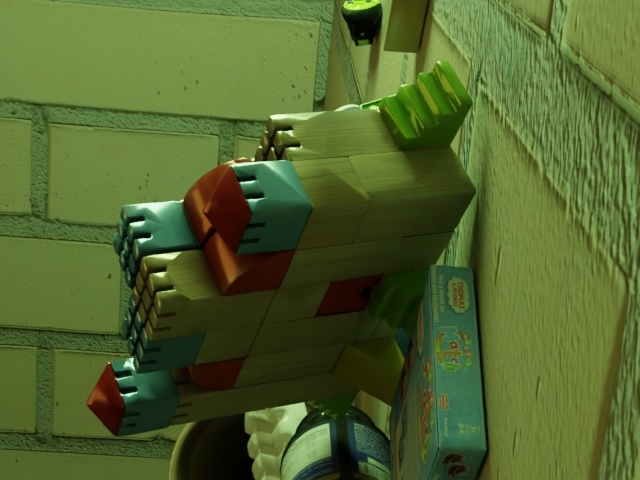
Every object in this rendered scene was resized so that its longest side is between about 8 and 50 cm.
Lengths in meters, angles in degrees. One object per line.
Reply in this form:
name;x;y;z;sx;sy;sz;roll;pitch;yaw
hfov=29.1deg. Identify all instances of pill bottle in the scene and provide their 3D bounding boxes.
pill bottle;0.021;0.247;1.217;0.219;0.123;0.123;-95;10;-74

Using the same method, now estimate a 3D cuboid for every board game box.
board game box;0.086;0.147;0.952;0.211;0.039;0.160;98;175;-50

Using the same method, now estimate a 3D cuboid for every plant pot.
plant pot;-0.062;0.349;1.807;0.229;0.263;0.263;24;-111;-74

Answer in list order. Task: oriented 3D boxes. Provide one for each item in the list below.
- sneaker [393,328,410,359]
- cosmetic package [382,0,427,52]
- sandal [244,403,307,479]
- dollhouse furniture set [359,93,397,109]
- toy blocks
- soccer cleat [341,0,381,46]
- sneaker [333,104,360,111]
sneaker;0.062;0.080;1.214;0.209;0.069;0.082;-134;45;-85
cosmetic package;0.095;-0.268;1.347;0.115;0.041;0.060;98;175;-48
sandal;0.011;0.358;1.426;0.169;0.102;0.416;-37;62;60
dollhouse furniture set;0.088;-0.103;1.398;0.151;0.058;0.076;68;-169;-51
toy blocks;-0.052;0.030;1.014;0.190;0.261;0.381;65;147;32
soccer cleat;0.065;-0.334;1.884;0.179;0.060;0.072;-66;-28;-81
sneaker;0.036;-0.039;1.587;0.148;0.131;0.350;-16;45;46
